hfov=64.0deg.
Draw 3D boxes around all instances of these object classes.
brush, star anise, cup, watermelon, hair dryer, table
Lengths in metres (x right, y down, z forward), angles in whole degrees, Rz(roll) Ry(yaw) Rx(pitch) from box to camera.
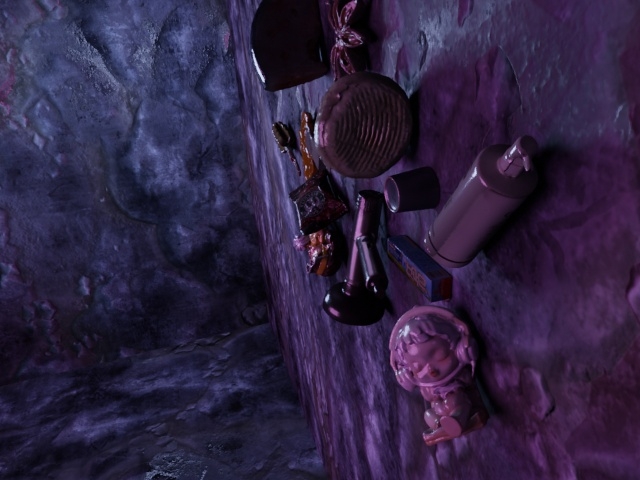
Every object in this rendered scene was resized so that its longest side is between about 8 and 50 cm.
[{"bbox_3d":[-0.112,-0.331,1.870,0.084,0.071,0.301,76,172,-46],"label":"brush"},{"bbox_3d":[0.066,-0.437,1.084,0.172,0.063,0.207,-171,74,-71],"label":"star anise"},{"bbox_3d":[0.160,-0.094,0.939,0.100,0.077,0.078,-126,28,-61],"label":"cup"},{"bbox_3d":[-0.076,-0.530,1.373,0.148,0.226,0.318,168,124,-76],"label":"watermelon"},{"bbox_3d":[0.078,0.084,1.154,0.284,0.156,0.320,-66,-15,-54],"label":"hair dryer"},{"bbox_3d":[0.061,-0.194,1.106,0.062,0.146,0.175,93,161,-44],"label":"table"}]

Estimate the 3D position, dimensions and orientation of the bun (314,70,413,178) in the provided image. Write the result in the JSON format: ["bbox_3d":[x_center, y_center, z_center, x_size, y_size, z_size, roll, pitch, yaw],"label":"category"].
[{"bbox_3d":[0.076,-0.217,0.957,0.118,0.196,0.195,-112,16,-60],"label":"bun"}]

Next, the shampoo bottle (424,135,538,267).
[{"bbox_3d":[0.222,-0.052,0.705,0.262,0.085,0.085,106,150,-61],"label":"shampoo bottle"}]

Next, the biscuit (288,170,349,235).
[{"bbox_3d":[-0.015,-0.118,1.498,0.063,0.151,0.235,42,-164,-40],"label":"biscuit"}]

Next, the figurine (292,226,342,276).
[{"bbox_3d":[0.001,0.001,1.574,0.174,0.116,0.240,122,143,-45],"label":"figurine"}]

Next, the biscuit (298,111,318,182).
[{"bbox_3d":[-0.033,-0.283,1.638,0.183,0.043,0.280,-111,12,-47],"label":"biscuit"}]

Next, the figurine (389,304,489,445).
[{"bbox_3d":[0.200,0.220,0.892,0.141,0.163,0.236,17,-128,-56],"label":"figurine"}]

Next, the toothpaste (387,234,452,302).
[{"bbox_3d":[0.190,0.059,1.012,0.193,0.044,0.070,-126,28,-60],"label":"toothpaste"}]
